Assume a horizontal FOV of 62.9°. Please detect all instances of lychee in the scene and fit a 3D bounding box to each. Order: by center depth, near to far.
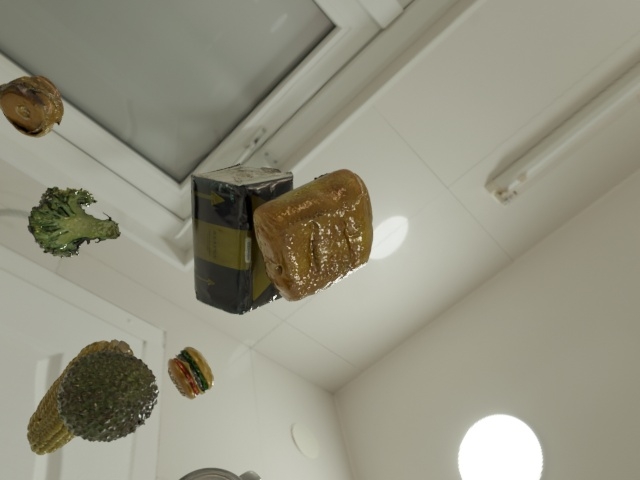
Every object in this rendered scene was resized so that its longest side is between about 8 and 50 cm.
[{"bbox_3d":[-0.355,0.264,0.884,0.171,0.171,0.171,-32,-143,28],"label":"lychee"}]

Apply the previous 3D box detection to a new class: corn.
[{"bbox_3d":[-0.517,0.333,1.127,0.347,0.130,0.130,-45,-147,18],"label":"corn"}]

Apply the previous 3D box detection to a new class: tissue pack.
[{"bbox_3d":[-0.241,-0.016,1.637,0.253,0.264,0.416,12,-70,32],"label":"tissue pack"}]

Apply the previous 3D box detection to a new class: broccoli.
[{"bbox_3d":[-0.813,-0.065,1.739,0.180,0.273,0.242,-150,-114,-63],"label":"broccoli"}]

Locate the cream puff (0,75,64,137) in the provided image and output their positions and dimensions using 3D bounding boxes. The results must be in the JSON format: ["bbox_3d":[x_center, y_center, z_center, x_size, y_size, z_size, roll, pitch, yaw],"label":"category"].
[{"bbox_3d":[-0.596,-0.280,1.078,0.133,0.119,0.104,13,-139,10],"label":"cream puff"}]

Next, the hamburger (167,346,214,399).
[{"bbox_3d":[-0.403,0.410,1.618,0.115,0.162,0.162,-30,-156,-26],"label":"hamburger"}]

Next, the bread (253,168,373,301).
[{"bbox_3d":[0.004,0.004,1.410,0.337,0.327,0.148,-24,-143,-21],"label":"bread"}]

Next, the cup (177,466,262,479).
[{"bbox_3d":[-0.263,0.720,1.348,0.323,0.237,0.326,-39,156,-39],"label":"cup"}]
